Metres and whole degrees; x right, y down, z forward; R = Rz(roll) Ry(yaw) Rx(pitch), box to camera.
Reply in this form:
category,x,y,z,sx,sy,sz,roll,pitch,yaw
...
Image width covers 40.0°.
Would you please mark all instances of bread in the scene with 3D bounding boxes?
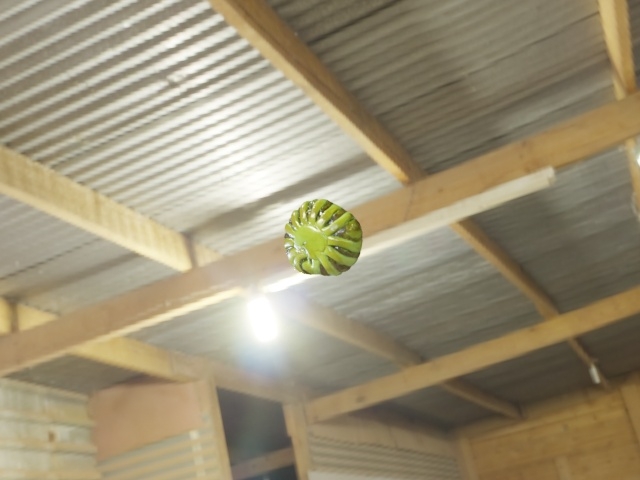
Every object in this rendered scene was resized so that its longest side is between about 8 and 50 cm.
category,x,y,z,sx,sy,sz,roll,pitch,yaw
bread,0.000,0.000,1.414,0.139,0.130,0.071,23,18,31
